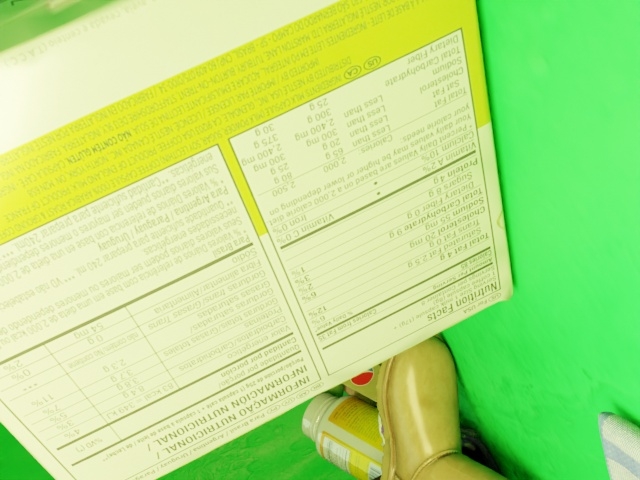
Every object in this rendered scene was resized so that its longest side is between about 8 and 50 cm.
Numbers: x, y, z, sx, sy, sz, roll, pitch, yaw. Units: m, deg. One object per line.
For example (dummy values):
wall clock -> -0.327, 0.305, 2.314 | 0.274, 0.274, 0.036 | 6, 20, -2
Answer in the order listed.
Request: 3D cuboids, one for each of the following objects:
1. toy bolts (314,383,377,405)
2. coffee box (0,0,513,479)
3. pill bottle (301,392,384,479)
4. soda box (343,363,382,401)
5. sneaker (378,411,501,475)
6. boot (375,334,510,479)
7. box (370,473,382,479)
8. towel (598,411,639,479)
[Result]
toy bolts -> 0.040, 0.185, 1.630 | 0.218, 0.159, 0.228 | 18, -168, -36
coffee box -> -0.110, -0.092, 0.603 | 0.338, 0.338, 0.334 | 58, 172, 44
pill bottle -> 0.074, 0.331, 1.431 | 0.215, 0.117, 0.117 | 22, 147, 36
soda box -> 0.037, 0.194, 1.415 | 0.181, 0.058, 0.061 | 32, -174, -20
sneaker -> 0.149, 0.250, 1.035 | 0.236, 0.095, 0.105 | 51, 159, 44
boot -> 0.159, 0.230, 0.851 | 0.269, 0.089, 0.236 | 22, 116, 62
box -> 0.162, 0.410, 1.168 | 0.169, 0.167, 0.203 | 65, 174, -15
towel -> 0.241, 0.226, 0.432 | 0.209, 0.034, 0.285 | 67, 173, -18
